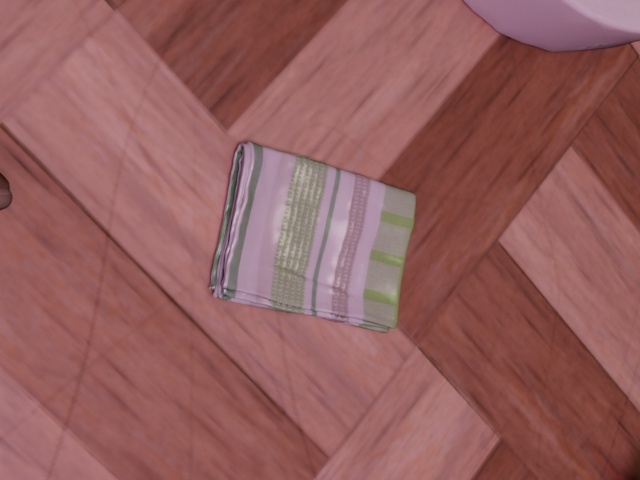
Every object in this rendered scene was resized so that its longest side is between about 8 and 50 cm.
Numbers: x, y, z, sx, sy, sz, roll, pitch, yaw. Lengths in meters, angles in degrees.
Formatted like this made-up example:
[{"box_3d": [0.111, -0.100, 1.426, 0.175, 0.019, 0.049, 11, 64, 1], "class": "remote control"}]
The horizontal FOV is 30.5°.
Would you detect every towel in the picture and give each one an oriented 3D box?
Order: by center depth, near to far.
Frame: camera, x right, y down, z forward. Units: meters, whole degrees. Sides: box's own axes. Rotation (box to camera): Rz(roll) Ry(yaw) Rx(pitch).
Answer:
[{"box_3d": [0.000, 0.000, 0.844, 0.152, 0.023, 0.113, 14, 83, -28], "class": "towel"}]

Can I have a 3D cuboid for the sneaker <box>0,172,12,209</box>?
[{"box_3d": [-0.267, -0.058, 0.673, 0.188, 0.066, 0.071, 9, 84, -29], "class": "sneaker"}]

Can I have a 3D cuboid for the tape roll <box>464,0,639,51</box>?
[{"box_3d": [0.212, -0.294, 0.925, 0.286, 0.100, 0.286, 1, 88, -30], "class": "tape roll"}]
